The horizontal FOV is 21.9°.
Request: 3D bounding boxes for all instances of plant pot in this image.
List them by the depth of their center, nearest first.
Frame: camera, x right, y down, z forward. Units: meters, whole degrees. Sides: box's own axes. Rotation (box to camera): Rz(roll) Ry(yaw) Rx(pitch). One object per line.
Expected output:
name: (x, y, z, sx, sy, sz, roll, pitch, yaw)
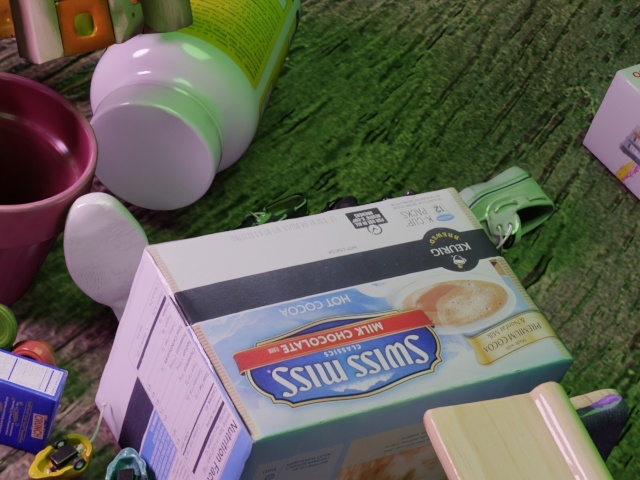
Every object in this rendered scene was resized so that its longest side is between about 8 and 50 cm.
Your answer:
plant pot: (-0.329, -0.036, 1.607, 0.201, 0.180, 0.201, 11, 43, -11)

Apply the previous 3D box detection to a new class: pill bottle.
pill bottle: (-0.145, -0.190, 1.839, 0.188, 0.188, 0.334, 20, 41, -2)

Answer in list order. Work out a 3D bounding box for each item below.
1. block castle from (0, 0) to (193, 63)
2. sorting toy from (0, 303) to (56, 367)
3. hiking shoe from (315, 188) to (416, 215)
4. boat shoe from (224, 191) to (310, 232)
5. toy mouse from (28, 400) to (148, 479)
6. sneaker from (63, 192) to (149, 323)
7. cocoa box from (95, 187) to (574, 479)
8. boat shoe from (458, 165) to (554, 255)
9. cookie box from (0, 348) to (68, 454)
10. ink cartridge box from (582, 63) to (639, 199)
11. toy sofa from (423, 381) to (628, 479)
block castle: (-0.374, -0.277, 1.619, 0.453, 0.212, 0.303, -16, 16, -28)
sorting toy: (-0.291, 0.096, 1.577, 0.102, 0.061, 0.042, 51, 28, -8)
hiking shoe: (0.000, 0.000, 1.754, 0.227, 0.114, 0.086, -23, 57, -38)
boat shoe: (-0.061, -0.021, 1.798, 0.125, 0.038, 0.046, -19, 29, -37)
toy mouse: (-0.204, 0.232, 1.470, 0.161, 0.031, 0.143, -37, 49, -28)
sneaker: (-0.195, 0.018, 1.608, 0.080, 0.212, 0.094, -20, 45, 2)
cocoa box: (0.009, 0.130, 1.533, 0.347, 0.231, 0.228, -11, 52, -31)
boat shoe: (0.196, -0.021, 1.881, 0.076, 0.083, 0.226, 37, 43, 18)
cookie box: (-0.291, 0.142, 1.503, 0.107, 0.092, 0.040, 19, 45, -4)
ink cartridge box: (0.443, -0.126, 2.059, 0.128, 0.127, 0.176, -18, 55, -35)
toy sofa: (0.151, 0.285, 1.335, 0.177, 0.362, 0.150, -6, 48, -20)
